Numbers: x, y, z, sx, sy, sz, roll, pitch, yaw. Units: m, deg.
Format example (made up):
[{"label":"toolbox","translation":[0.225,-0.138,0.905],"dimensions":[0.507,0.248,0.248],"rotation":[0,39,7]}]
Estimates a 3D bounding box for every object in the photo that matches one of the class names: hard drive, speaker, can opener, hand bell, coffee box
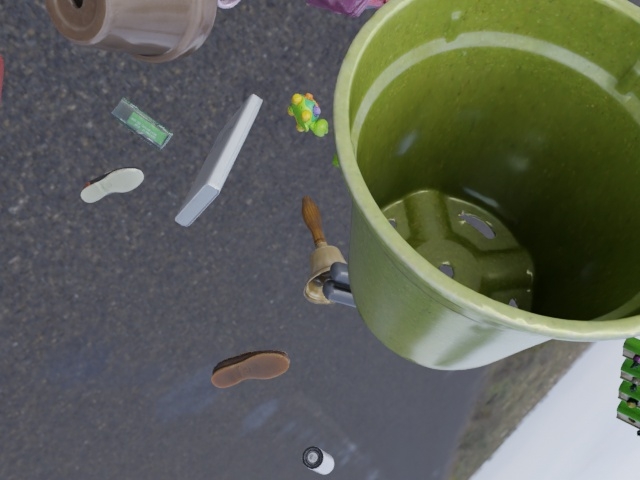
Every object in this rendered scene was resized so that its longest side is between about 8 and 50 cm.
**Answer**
[{"label":"hard drive","translation":[-0.247,-0.197,1.806],"dimensions":[0.203,0.040,0.308],"rotation":[-37,-153,50]},{"label":"speaker","translation":[-0.005,0.547,1.832],"dimensions":[0.055,0.055,0.136],"rotation":[-44,155,-7]},{"label":"can opener","translation":[0.146,0.114,1.307],"dimensions":[0.095,0.283,0.076],"rotation":[-114,-137,-64]},{"label":"hand bell","translation":[0.000,0.000,1.555],"dimensions":[0.126,0.242,0.126],"rotation":[-11,143,-8]},{"label":"coffee box","translation":[-0.340,-0.218,1.415],"dimensions":[0.040,0.113,0.184],"rotation":[-54,-165,-3]}]

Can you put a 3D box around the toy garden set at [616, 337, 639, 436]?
[{"label":"toy garden set","translation":[0.579,0.281,1.194],"dimensions":[0.049,0.203,0.244],"rotation":[-46,140,-24]}]

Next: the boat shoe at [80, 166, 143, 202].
[{"label":"boat shoe","translation":[-0.413,-0.116,1.474],"dimensions":[0.137,0.049,0.043],"rotation":[-21,-157,11]}]

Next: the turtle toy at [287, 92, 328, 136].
[{"label":"turtle toy","translation":[-0.030,-0.319,1.878],"dimensions":[0.066,0.130,0.095],"rotation":[-27,174,-16]}]

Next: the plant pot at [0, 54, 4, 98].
[{"label":"plant pot","translation":[-0.689,-0.241,1.301],"dimensions":[0.275,0.274,0.243],"rotation":[77,20,-67]}]

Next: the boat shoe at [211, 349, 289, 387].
[{"label":"boat shoe","translation":[-0.173,0.307,1.843],"dimensions":[0.206,0.073,0.073],"rotation":[-13,-159,12]}]

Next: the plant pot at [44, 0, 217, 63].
[{"label":"plant pot","translation":[-0.349,-0.435,1.296],"dimensions":[0.229,0.263,0.263],"rotation":[-36,161,-56]}]

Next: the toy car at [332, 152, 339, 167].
[{"label":"toy car","translation":[0.147,-0.231,1.813],"dimensions":[0.149,0.188,0.155],"rotation":[40,63,-62]}]

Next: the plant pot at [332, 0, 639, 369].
[{"label":"plant pot","translation":[0.128,-0.016,0.577],"dimensions":[0.276,0.276,0.254],"rotation":[-38,165,-23]}]

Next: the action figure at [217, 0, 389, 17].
[{"label":"action figure","translation":[0.006,-0.553,1.502],"dimensions":[0.248,0.370,0.276],"rotation":[-36,-146,53]}]
